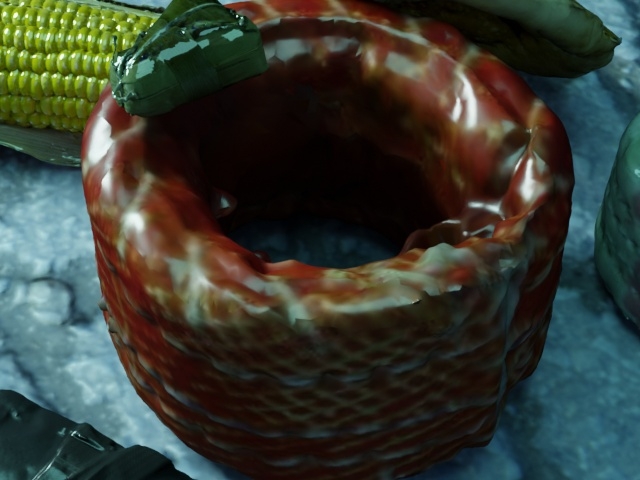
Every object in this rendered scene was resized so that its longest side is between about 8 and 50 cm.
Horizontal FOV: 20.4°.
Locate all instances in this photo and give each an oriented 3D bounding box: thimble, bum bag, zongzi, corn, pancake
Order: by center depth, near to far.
[{"bbox_3d":[-0.135,0.190,1.188,0.248,0.060,0.123,30,48,-9],"label":"bum bag"},{"bbox_3d":[-0.109,-0.134,1.207,0.109,0.055,0.119,-24,42,-19],"label":"zongzi"},{"bbox_3d":[0.000,0.000,1.272,0.350,0.231,0.350,0,50,0],"label":"thimble"},{"bbox_3d":[0.308,-0.008,1.343,0.185,0.149,0.211,2,51,-4],"label":"thimble"},{"bbox_3d":[0.074,-0.196,1.408,0.356,0.356,0.065,14,91,9],"label":"pancake"},{"bbox_3d":[-0.220,-0.142,1.454,0.305,0.122,0.123,9,41,4],"label":"corn"}]
